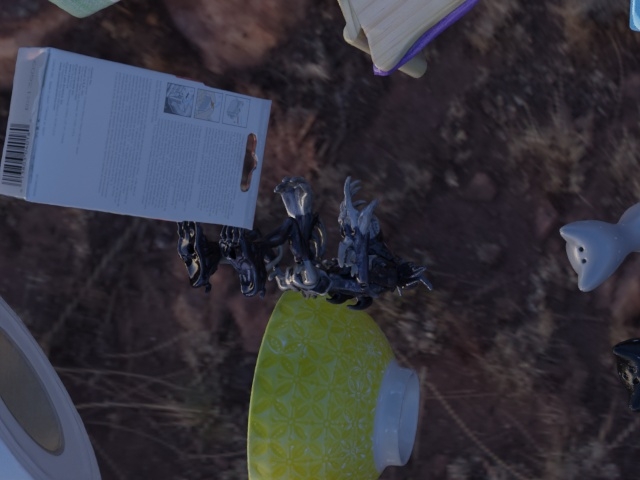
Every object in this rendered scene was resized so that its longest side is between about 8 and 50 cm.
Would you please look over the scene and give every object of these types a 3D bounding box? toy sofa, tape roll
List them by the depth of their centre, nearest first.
[{"bbox_3d":[-0.318,0.158,1.311,0.100,0.286,0.286,-30,70,3],"label":"tape roll"},{"bbox_3d":[0.198,-0.334,1.668,0.362,0.150,0.177,-36,60,26],"label":"toy sofa"}]

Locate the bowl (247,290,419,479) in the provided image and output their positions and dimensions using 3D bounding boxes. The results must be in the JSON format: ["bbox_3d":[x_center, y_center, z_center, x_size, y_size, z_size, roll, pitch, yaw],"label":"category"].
[{"bbox_3d":[0.031,0.202,1.683,0.156,0.289,0.289,6,83,15],"label":"bowl"}]

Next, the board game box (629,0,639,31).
[{"bbox_3d":[0.280,-0.321,0.914,0.064,0.242,0.317,16,129,29],"label":"board game box"}]

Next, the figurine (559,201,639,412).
[{"bbox_3d":[0.350,0.044,1.454,0.092,0.209,0.215,-25,89,59],"label":"figurine"}]

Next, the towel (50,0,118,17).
[{"bbox_3d":[-0.199,-0.308,1.229,0.325,0.248,0.038,-15,52,41],"label":"towel"}]

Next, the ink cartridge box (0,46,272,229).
[{"bbox_3d":[-0.077,-0.041,0.607,0.029,0.115,0.063,10,92,50],"label":"ink cartridge box"}]

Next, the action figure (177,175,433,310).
[{"bbox_3d":[0.000,0.000,1.453,0.164,0.275,0.141,-2,85,50],"label":"action figure"}]
